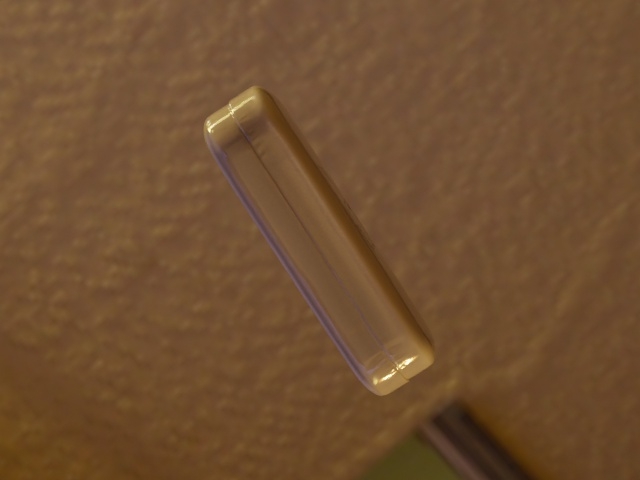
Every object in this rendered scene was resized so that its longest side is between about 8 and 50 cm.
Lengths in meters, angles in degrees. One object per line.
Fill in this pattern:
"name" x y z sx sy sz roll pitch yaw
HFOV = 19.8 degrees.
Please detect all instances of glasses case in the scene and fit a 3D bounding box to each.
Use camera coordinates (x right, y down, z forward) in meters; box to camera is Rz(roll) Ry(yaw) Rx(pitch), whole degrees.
"glasses case" 0.000 0.000 1.082 0.196 0.050 0.083 57 -172 -4
